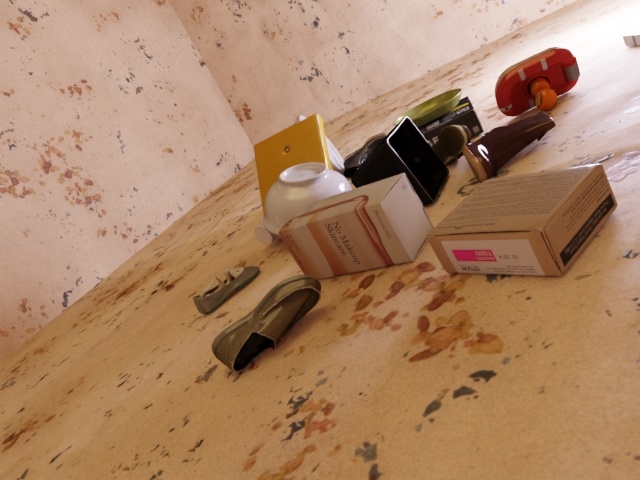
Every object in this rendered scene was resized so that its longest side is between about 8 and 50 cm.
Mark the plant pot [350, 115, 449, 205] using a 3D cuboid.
[{"bbox_3d":[0.192,-0.170,1.422,0.167,0.188,0.187,-34,11,38],"label":"plant pot"}]

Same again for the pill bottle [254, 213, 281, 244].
[{"bbox_3d":[-0.130,-0.060,1.759,0.094,0.094,0.169,-13,24,45],"label":"pill bottle"}]

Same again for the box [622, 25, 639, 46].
[{"bbox_3d":[0.974,-0.601,1.570,0.145,0.038,0.186,-29,16,4],"label":"box"}]

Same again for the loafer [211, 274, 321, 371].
[{"bbox_3d":[-0.092,0.168,1.083,0.251,0.094,0.087,-40,42,-1],"label":"loafer"}]

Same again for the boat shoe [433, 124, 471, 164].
[{"bbox_3d":[0.358,-0.259,1.474,0.073,0.080,0.223,-24,-7,-7],"label":"boat shoe"}]

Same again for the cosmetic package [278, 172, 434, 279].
[{"bbox_3d":[0.073,-0.021,1.215,0.296,0.153,0.129,-16,23,42],"label":"cosmetic package"}]

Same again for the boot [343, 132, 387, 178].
[{"bbox_3d":[0.168,-0.298,2.013,0.198,0.077,0.137,-37,18,22],"label":"boot"}]

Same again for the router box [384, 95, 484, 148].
[{"bbox_3d":[0.351,-0.338,1.778,0.308,0.081,0.243,-24,17,20],"label":"router box"}]

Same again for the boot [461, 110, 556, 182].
[{"bbox_3d":[0.441,-0.231,1.298,0.206,0.090,0.248,-27,12,21],"label":"boot"}]

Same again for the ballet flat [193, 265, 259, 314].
[{"bbox_3d":[-0.253,0.114,1.510,0.213,0.068,0.072,-40,20,-32],"label":"ballet flat"}]

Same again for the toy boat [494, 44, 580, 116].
[{"bbox_3d":[0.603,-0.416,1.536,0.231,0.151,0.151,-23,47,22],"label":"toy boat"}]

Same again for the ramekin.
[{"bbox_3d":[-0.032,-0.326,2.098,0.127,0.273,0.273,-39,14,16],"label":"ramekin"}]

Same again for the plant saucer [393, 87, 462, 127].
[{"bbox_3d":[0.351,-0.418,1.803,0.240,0.037,0.241,-28,16,9],"label":"plant saucer"}]

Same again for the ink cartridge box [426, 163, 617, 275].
[{"bbox_3d":[0.327,-0.031,0.923,0.193,0.088,0.234,-40,20,-27],"label":"ink cartridge box"}]

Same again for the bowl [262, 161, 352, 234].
[{"bbox_3d":[-0.039,-0.139,1.619,0.297,0.134,0.298,-10,28,6],"label":"bowl"}]

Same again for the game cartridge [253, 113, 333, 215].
[{"bbox_3d":[-0.092,-0.238,1.923,0.285,0.324,0.052,-21,-21,28],"label":"game cartridge"}]
